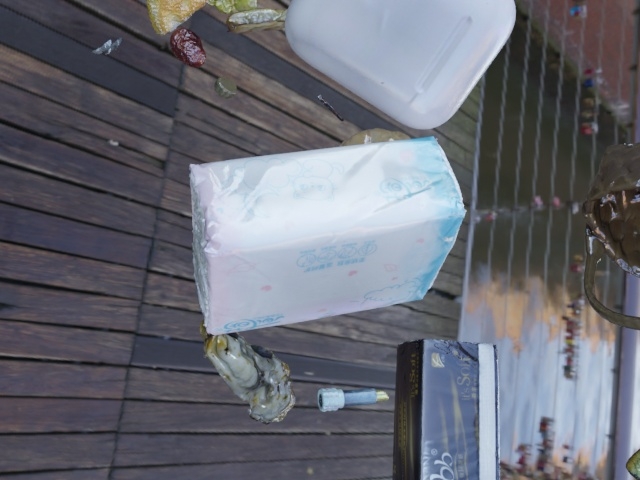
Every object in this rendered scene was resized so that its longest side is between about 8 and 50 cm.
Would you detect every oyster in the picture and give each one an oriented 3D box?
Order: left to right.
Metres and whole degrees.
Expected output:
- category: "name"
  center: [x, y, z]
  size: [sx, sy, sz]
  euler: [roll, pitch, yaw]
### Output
- category: "oyster"
  center: [-0.152, 0.247, 1.386]
  size: [0.079, 0.345, 0.128]
  euler: [6, 107, -40]

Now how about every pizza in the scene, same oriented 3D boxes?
- category: "pizza"
  center: [-0.264, -0.497, 1.290]
  size: [0.188, 0.080, 0.204]
  euler: [-25, 153, -40]

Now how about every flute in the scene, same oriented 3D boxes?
- category: "flute"
  center: [0.030, -0.354, 1.833]
  size: [0.269, 0.014, 0.014]
  euler: [9, 83, -75]

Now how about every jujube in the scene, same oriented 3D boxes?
- category: "jujube"
  center: [-0.312, -0.457, 1.625]
  size: [0.077, 0.129, 0.077]
  euler: [-19, 134, -21]

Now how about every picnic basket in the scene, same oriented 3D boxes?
- category: "picnic basket"
  center: [0.608, 0.022, 1.209]
  size: [0.337, 0.293, 0.337]
  euler: [-1, 92, -40]

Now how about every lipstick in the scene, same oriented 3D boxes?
- category: "lipstick"
  center: [0.055, 0.253, 1.100]
  size: [0.116, 0.037, 0.037]
  euler: [-2, 92, -16]

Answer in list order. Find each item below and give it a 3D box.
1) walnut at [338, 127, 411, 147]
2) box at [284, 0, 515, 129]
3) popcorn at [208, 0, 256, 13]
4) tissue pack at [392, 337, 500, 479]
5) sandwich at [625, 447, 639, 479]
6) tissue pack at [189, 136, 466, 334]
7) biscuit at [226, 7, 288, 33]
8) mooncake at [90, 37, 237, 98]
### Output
- category: "walnut"
  center: [0.184, -0.168, 2.170]
  size: [0.381, 0.381, 0.381]
  euler: [0, 91, -50]
- category: "box"
  center: [0.134, -0.377, 1.170]
  size: [0.349, 0.288, 0.141]
  euler: [30, 21, -9]
- category: "popcorn"
  center: [-0.233, -0.691, 1.729]
  size: [0.259, 0.212, 0.259]
  euler: [37, 28, -24]
- category: "tissue pack"
  center: [0.271, 0.391, 1.458]
  size: [0.198, 0.210, 0.369]
  euler: [4, 78, -7]
- category: "sandwich"
  center: [0.665, 0.356, 1.169]
  size: [0.236, 0.122, 0.128]
  euler: [-29, 150, -15]
- category: "tissue pack"
  center: [0.000, -0.002, 0.738]
  size: [0.271, 0.201, 0.124]
  euler: [-8, 54, -14]
- category: "biscuit"
  center: [-0.069, -0.509, 1.542]
  size: [0.154, 0.299, 0.045]
  euler: [-45, 130, -74]
- category: "mooncake"
  center: [-0.379, -0.429, 1.676]
  size: [0.057, 0.347, 0.150]
  euler: [-65, 177, 34]
